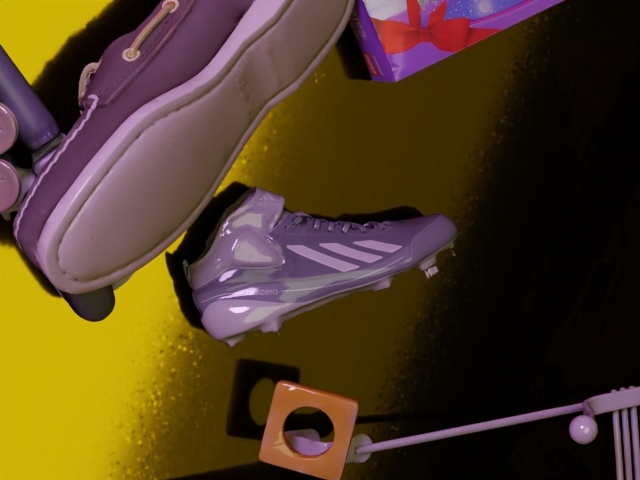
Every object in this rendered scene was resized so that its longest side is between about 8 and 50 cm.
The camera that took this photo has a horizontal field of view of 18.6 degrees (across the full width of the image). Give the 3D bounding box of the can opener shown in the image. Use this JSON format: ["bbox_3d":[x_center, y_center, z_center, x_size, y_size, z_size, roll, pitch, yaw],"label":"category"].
[{"bbox_3d":[-0.214,-0.074,1.349,0.074,0.093,0.280,-36,101,-10],"label":"can opener"}]

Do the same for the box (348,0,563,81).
[{"bbox_3d":[0.133,-0.268,1.451,0.293,0.057,0.201,-26,103,-14],"label":"box"}]

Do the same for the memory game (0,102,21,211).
[{"bbox_3d":[-0.287,-0.056,1.318,0.186,0.012,0.186,2,102,11],"label":"memory game"}]

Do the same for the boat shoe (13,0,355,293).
[{"bbox_3d":[-0.104,-0.099,1.334,0.324,0.097,0.116,-51,150,-24],"label":"boat shoe"}]

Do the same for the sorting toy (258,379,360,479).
[{"bbox_3d":[-0.037,0.276,1.423,0.196,0.047,0.347,3,98,8],"label":"sorting toy"}]

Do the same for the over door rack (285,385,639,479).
[{"bbox_3d":[0.148,0.248,1.487,0.324,0.108,0.239,-6,97,-17],"label":"over door rack"}]

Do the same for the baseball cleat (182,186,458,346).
[{"bbox_3d":[0.000,0.000,1.432,0.206,0.072,0.109,-23,96,-18],"label":"baseball cleat"}]
